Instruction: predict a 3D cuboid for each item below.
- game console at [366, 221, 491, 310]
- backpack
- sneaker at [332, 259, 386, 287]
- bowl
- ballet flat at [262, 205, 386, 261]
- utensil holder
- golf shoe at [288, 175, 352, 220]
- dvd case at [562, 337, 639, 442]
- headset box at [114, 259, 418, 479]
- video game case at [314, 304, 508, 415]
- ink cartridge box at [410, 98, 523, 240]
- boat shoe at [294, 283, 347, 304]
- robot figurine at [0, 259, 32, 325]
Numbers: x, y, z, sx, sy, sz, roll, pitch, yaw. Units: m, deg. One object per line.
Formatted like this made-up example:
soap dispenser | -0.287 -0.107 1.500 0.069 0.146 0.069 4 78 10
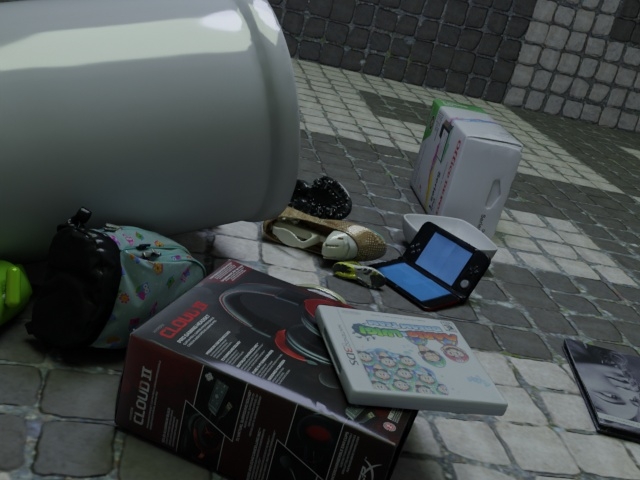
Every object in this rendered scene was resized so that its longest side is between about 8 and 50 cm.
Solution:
game console | 0.168 0.036 1.220 0.144 0.124 0.085 35 3 40
backpack | -0.218 0.052 0.875 0.115 0.152 0.182 32 15 24
sneaker | 0.062 0.047 1.189 0.083 0.031 0.035 18 21 9
bowl | 0.218 0.005 1.361 0.142 0.053 0.142 5 25 -24
ballet flat | 0.000 0.000 1.228 0.206 0.073 0.067 14 32 20
utensil holder | -0.264 -0.146 0.980 0.385 0.328 0.327 -14 33 -25
golf shoe | 0.016 -0.064 1.328 0.094 0.077 0.198 19 0 -29
dvd case | 0.426 0.207 1.050 0.164 0.018 0.221 15 22 0
headset box | -0.047 0.136 0.793 0.293 0.110 0.218 20 23 13
video game case | 0.084 0.114 0.758 0.157 0.019 0.143 9 24 -19
ink cartridge box | 0.283 -0.148 1.573 0.117 0.201 0.278 10 23 -10
boat shoe | -0.042 0.084 1.012 0.152 0.056 0.049 9 25 12
robot figurine | -0.358 0.062 0.834 0.101 0.067 0.115 -9 16 18
